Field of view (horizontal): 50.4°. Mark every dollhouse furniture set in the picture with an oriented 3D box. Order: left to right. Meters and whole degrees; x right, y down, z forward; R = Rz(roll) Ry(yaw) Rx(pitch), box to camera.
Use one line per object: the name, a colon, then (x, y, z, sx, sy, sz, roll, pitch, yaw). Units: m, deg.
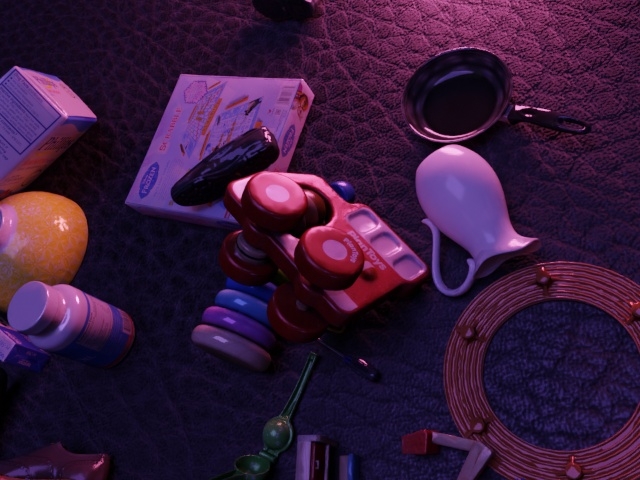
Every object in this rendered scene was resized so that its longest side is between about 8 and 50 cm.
dollhouse furniture set: (0.024, 0.371, 0.967, 0.129, 0.129, 0.183, -9, 63, 23)

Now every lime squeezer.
lime squeezer: (-0.095, 0.313, 1.078, 0.059, 0.110, 0.310, 3, 36, 45)

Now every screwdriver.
screwdriver: (0.031, 0.187, 1.124, 0.170, 0.025, 0.024, 27, 81, 42)

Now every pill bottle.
pill bottle: (-0.459, 0.154, 1.255, 0.124, 0.221, 0.124, -11, 62, 22)

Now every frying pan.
frying pan: (0.299, -0.252, 1.174, 0.326, 0.053, 0.197, 2, 68, 25)

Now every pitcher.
pitcher: (0.219, -0.031, 1.078, 0.178, 0.125, 0.207, -39, 66, 24)

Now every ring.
ring: (0.337, 0.184, 0.960, 0.337, 0.032, 0.336, -11, 62, 22)

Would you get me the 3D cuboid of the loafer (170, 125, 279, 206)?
loafer: (-0.181, -0.138, 1.269, 0.223, 0.076, 0.078, -29, 53, 5)

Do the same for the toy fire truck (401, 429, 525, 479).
toy fire truck: (0.210, 0.326, 0.934, 0.192, 0.047, 0.135, -14, 67, 30)

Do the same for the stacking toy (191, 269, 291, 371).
stacking toy: (-0.096, 0.052, 1.183, 0.141, 0.141, 0.330, 12, 69, 30)

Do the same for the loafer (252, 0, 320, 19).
loafer: (-0.074, -0.523, 1.492, 0.170, 0.062, 0.061, 17, 53, 28)

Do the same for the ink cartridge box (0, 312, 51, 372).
ink cartridge box: (-0.660, 0.199, 1.410, 0.207, 0.097, 0.046, 26, 80, 34)

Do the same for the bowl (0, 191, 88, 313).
bowl: (-0.670, 0.003, 1.474, 0.290, 0.156, 0.289, -11, 62, 22)

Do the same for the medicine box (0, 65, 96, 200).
medicine box: (-0.677, -0.229, 1.509, 0.289, 0.263, 0.149, -42, 100, 3)

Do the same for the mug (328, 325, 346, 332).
mug: (0.036, 0.109, 1.138, 0.064, 0.078, 0.062, 20, 44, 23)

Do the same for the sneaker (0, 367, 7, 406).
sneaker: (-0.654, 0.400, 1.322, 0.163, 0.106, 0.281, 26, 89, 26)

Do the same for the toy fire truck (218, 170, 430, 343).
toy fire truck: (0.000, 0.000, 1.082, 0.302, 0.254, 0.169, 46, 134, 21)

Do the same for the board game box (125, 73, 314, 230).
board game box: (-0.206, -0.185, 1.384, 0.318, 0.066, 0.318, 11, 72, 29)

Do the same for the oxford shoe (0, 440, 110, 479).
oxford shoe: (-0.506, 0.420, 1.235, 0.271, 0.097, 0.098, 3, 49, 14)
